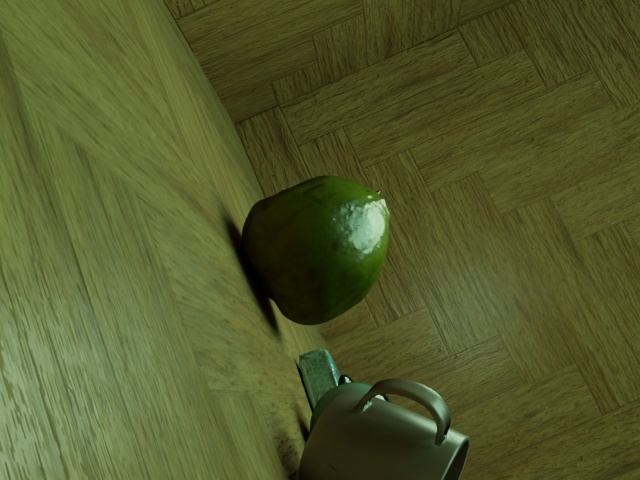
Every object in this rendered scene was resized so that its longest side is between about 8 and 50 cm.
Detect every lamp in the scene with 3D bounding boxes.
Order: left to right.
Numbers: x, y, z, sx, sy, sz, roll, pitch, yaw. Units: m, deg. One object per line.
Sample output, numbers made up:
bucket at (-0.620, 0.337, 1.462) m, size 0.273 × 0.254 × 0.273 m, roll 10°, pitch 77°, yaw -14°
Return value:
lamp at (0.068, 0.376, 1.278) m, size 0.244 × 0.198 × 0.197 m, roll -79°, pitch 146°, yaw -75°

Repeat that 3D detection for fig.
fig at (0.001, 0.010, 1.555) m, size 0.343 × 0.343 × 0.343 m, roll -24°, pitch 90°, yaw -90°

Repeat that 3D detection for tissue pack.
tissue pack at (0.037, 0.402, 1.674) m, size 0.263 × 0.089 × 0.177 m, roll 65°, pitch 3°, yaw -46°

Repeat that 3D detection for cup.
cup at (0.094, 0.307, 0.993) m, size 0.191 × 0.200 × 0.252 m, roll -32°, pitch 138°, yaw -53°
